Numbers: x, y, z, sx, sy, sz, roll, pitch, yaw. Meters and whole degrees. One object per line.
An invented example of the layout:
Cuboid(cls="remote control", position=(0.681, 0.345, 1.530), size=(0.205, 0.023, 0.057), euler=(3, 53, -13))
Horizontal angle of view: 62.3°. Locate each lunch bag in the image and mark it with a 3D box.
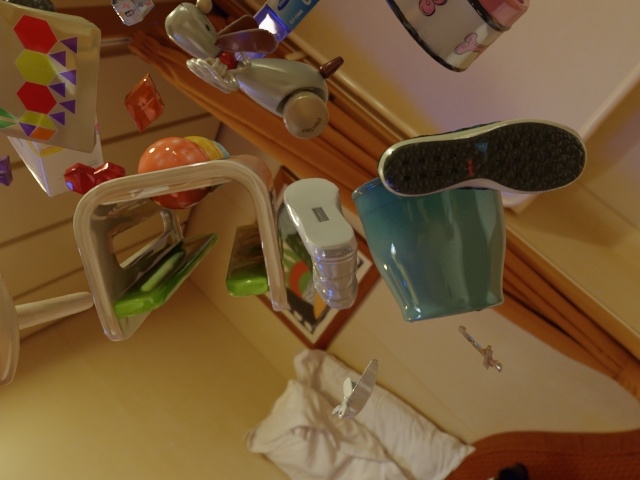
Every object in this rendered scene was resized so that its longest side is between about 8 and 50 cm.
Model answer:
Cuboid(cls="lunch bag", position=(-0.439, -0.551, 1.234), size=(0.083, 0.053, 0.071), euler=(-52, -21, -12))

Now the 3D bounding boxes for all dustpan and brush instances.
Cuboid(cls="dustpan and brush", position=(0.065, 0.331, 1.113), size=(0.147, 0.060, 0.211), euler=(-55, 5, 10))

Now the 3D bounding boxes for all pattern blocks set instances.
Cuboid(cls="pattern blocks set", position=(-0.332, -0.185, 0.617), size=(0.324, 0.286, 0.026), euler=(-56, 27, 36))

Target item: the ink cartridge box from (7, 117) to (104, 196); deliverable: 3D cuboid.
Cuboid(cls="ink cartridge box", position=(-0.516, -0.232, 0.997), size=(0.119, 0.207, 0.353), euler=(-29, -27, -32))

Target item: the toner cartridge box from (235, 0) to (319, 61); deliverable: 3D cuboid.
Cuboid(cls="toner cartridge box", position=(-0.113, -0.484, 1.188), size=(0.165, 0.075, 0.348), euler=(-55, 21, -18))

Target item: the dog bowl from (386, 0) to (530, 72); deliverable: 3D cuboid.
Cuboid(cls="dog bowl", position=(0.225, -0.519, 0.935), size=(0.151, 0.407, 0.408), euler=(-24, 1, 37))

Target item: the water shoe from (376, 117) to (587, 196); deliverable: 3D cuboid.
Cuboid(cls="water shoe", position=(0.158, -0.087, 0.535), size=(0.080, 0.203, 0.072), euler=(-94, 2, -73))

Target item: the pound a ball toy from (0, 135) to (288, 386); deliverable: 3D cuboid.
Cuboid(cls="pound a ball toy", position=(-0.140, -0.014, 0.445), size=(0.209, 0.135, 0.319), euler=(-10, 10, -2))

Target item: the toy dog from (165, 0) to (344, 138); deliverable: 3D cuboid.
Cuboid(cls="toy dog", position=(-0.089, -0.326, 0.948), size=(0.334, 0.220, 0.161), euler=(23, -68, -46))

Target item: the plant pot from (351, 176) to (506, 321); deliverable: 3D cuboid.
Cuboid(cls="plant pot", position=(0.214, 0.012, 0.971), size=(0.272, 0.254, 0.271), euler=(-10, -9, -2))

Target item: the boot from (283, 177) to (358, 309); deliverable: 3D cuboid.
Cuboid(cls="boot", position=(0.000, 0.000, 0.837), size=(0.095, 0.258, 0.123), euler=(-8, -60, -5))

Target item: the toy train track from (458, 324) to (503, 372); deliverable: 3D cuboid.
Cuboid(cls="toy train track", position=(0.225, 0.149, 0.739), size=(0.014, 0.083, 0.048), euler=(-26, -41, -19))

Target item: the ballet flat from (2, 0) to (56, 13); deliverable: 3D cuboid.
Cuboid(cls="ballet flat", position=(-0.426, -0.277, 0.684), size=(0.173, 0.049, 0.057), euler=(-12, -32, 8))
